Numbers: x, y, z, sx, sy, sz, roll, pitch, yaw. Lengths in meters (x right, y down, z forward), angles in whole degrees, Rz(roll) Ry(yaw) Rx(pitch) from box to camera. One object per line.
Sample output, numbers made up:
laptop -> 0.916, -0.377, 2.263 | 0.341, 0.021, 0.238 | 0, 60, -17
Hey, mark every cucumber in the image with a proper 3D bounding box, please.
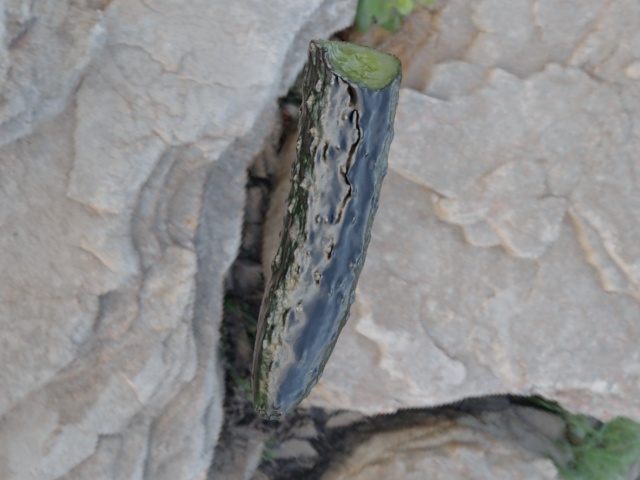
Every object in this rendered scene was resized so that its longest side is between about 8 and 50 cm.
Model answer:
cucumber -> 0.000, 0.000, 0.828 | 0.081, 0.072, 0.303 | -1, 112, -34
